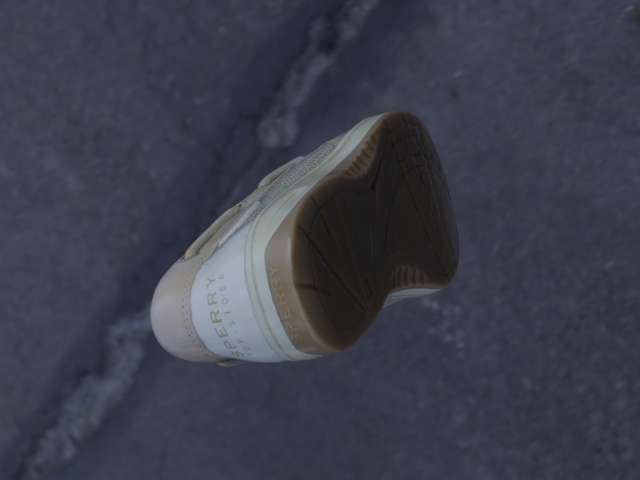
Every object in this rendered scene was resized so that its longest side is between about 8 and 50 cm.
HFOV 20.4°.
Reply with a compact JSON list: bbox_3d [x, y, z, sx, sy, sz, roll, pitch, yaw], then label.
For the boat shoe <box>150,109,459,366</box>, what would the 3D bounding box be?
[{"bbox_3d":[0.000,0.000,0.991,0.098,0.302,0.109,-15,99,23],"label":"boat shoe"}]
